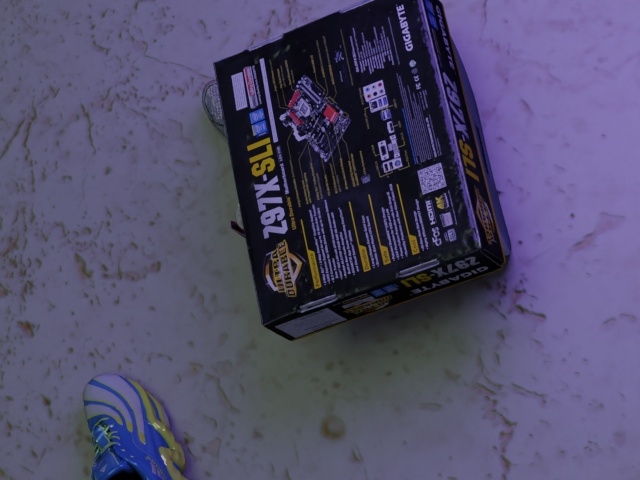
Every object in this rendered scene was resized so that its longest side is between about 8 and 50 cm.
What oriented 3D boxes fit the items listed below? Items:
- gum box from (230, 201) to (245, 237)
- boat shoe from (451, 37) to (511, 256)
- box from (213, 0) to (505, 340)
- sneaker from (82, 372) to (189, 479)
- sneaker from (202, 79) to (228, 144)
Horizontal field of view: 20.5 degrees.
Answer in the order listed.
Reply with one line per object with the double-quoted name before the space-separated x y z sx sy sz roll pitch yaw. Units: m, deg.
"gum box" 0.000 0.000 1.981 0.188 0.107 0.062 20 83 30
"boat shoe" 0.125 -0.112 1.956 0.105 0.113 0.306 -17 78 13
"box" 0.036 -0.086 1.881 0.257 0.079 0.322 -21 67 22
"sneaker" -0.218 0.234 1.998 0.091 0.126 0.240 -43 61 7
"sneaker" -0.059 -0.128 2.061 0.225 0.093 0.088 38 92 31
